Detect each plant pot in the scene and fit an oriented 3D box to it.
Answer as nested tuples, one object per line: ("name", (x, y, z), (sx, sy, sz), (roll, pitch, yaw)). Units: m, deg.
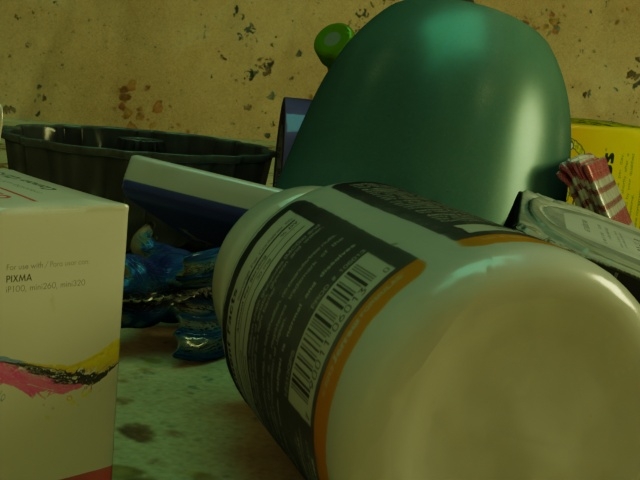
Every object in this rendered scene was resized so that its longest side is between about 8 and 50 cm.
("plant pot", (0.117, -0.099, 0.965), (0.293, 0.235, 0.293), (16, -9, 3))

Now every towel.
("towel", (0.282, 0.011, 0.899), (0.029, 0.197, 0.144), (-23, -3, 25))

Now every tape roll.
("tape roll", (-0.014, -0.077, 1.166), (0.080, 0.189, 0.189), (5, 10, -7))

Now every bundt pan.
("bundt pan", (-0.222, -0.064, 1.167), (0.331, 0.124, 0.331), (5, 11, -1))

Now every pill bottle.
("pill bottle", (0.037, 0.055, 0.517), (0.162, 0.162, 0.278), (2, 11, -20))

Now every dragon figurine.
("dragon figurine", (-0.110, 0.041, 0.735), (0.144, 0.085, 0.289), (10, 9, 23))

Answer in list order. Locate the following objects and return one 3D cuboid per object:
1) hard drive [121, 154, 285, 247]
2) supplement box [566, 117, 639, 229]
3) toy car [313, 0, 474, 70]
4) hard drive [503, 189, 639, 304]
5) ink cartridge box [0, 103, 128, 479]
("hard drive", (0.000, 0.000, 0.895), (0.318, 0.040, 0.210), (14, -9, 14))
("supplement box", (0.318, -0.067, 1.277), (0.356, 0.195, 0.194), (-2, 12, -34))
("toy car", (0.115, -0.216, 1.163), (0.149, 0.188, 0.155), (55, 1, 35))
("hard drive", (0.284, 0.062, 0.663), (0.339, 0.064, 0.237), (24, 14, 9))
("ink cartridge box", (-0.147, 0.032, 0.436), (0.067, 0.198, 0.115), (-4, 14, -44))
